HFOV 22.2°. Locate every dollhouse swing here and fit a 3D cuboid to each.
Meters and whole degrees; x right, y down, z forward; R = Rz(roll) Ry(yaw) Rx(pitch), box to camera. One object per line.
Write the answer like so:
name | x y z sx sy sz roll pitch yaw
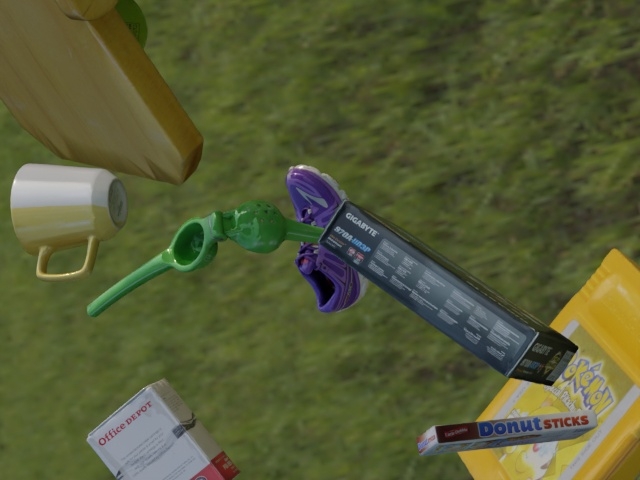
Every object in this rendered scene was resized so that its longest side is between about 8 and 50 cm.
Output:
dollhouse swing | -0.199 -0.269 1.444 0.305 0.315 0.347 40 163 -36

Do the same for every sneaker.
sneaker | 0.000 0.000 1.761 0.068 0.071 0.170 -5 110 48

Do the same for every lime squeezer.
lime squeezer | -0.095 0.005 1.623 0.110 0.310 0.058 72 -176 -73

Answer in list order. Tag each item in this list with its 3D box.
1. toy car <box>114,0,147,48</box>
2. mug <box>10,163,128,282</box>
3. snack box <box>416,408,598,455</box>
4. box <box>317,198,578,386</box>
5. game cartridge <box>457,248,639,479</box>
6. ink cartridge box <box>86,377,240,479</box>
toy car | -0.280 -0.229 1.742 0.136 0.182 0.159 11 99 58
mug | -0.164 -0.015 1.092 0.062 0.064 0.078 -36 -59 -72
snack box | 0.194 0.200 1.696 0.064 0.178 0.022 128 136 -67
box | 0.120 0.051 1.502 0.220 0.051 0.175 35 -175 22
game cartridge | 0.305 0.190 1.896 0.323 0.053 0.285 -55 22 10
ink cartridge box | -0.168 0.230 1.751 0.135 0.099 0.056 52 -165 4
